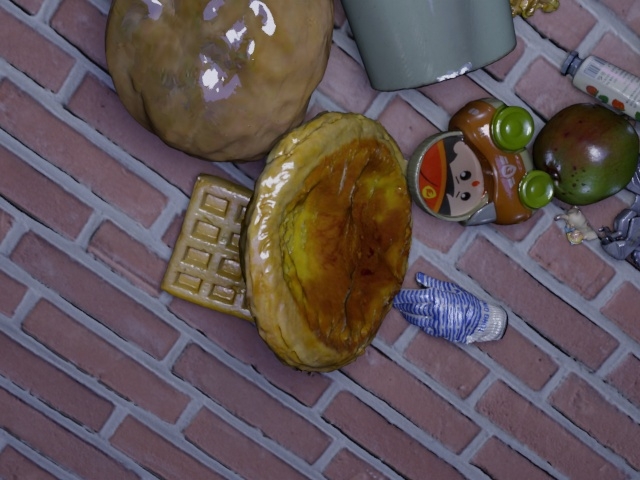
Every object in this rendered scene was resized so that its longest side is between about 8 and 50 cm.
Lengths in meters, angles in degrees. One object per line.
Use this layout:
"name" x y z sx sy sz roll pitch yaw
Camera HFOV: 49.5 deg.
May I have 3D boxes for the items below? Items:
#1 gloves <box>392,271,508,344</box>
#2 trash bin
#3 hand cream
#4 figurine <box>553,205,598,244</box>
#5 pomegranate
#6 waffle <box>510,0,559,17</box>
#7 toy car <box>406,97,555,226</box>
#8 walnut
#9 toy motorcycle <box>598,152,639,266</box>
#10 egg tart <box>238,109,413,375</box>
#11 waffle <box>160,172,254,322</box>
"gloves" 0.240 0.130 1.308 0.228 0.097 0.119 11 74 3
"trash bin" 0.128 -0.470 1.039 0.280 0.280 0.432 -18 112 5
"hand cream" 0.536 -0.237 1.166 0.276 0.059 0.095 36 67 21
"figurine" 0.474 -0.026 1.287 0.050 0.047 0.083 -31 110 23
"pomegranate" 0.473 -0.157 1.196 0.209 0.180 0.180 -27 104 -23
"waffle" 0.369 -0.480 1.167 0.160 0.046 0.192 -17 103 4
"toy car" 0.258 -0.113 1.191 0.234 0.145 0.235 -2 100 -11
"walnut" -0.143 -0.303 1.064 0.383 0.383 0.384 0 104 1
"toy motorcycle" 0.569 -0.052 1.261 0.122 0.080 0.216 -5 99 -1
"egg tart" 0.000 0.000 1.152 0.178 0.443 0.444 8 108 35
"waffle" -0.161 0.023 1.295 0.221 0.055 0.248 20 104 -5
